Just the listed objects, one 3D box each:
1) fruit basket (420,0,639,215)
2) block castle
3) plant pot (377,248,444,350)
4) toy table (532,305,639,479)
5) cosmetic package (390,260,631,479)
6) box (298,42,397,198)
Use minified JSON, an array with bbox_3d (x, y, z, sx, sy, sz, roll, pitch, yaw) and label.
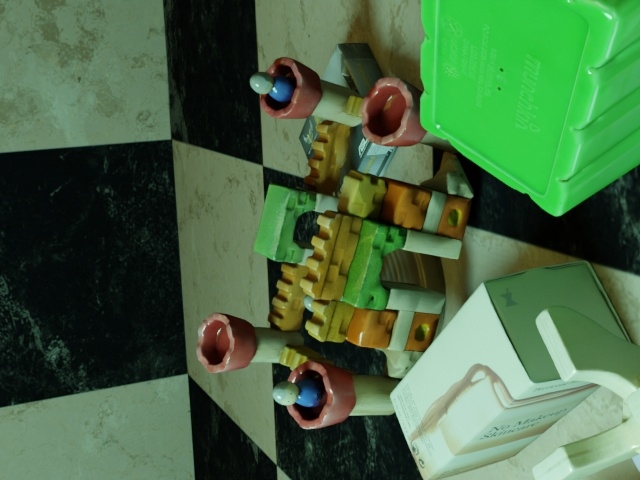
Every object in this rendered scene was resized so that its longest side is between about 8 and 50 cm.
[{"bbox_3d":[0.247,-0.261,0.817,0.283,0.392,0.392,37,137,21],"label":"fruit basket"},{"bbox_3d":[0.000,0.000,1.267,0.303,0.213,0.453,21,99,46],"label":"block castle"},{"bbox_3d":[0.081,0.069,1.431,0.237,0.110,0.237,173,90,-65],"label":"plant pot"},{"bbox_3d":[0.318,0.160,0.865,0.274,0.161,0.252,106,147,-44],"label":"toy table"},{"bbox_3d":[0.213,0.162,1.112,0.296,0.153,0.129,115,139,-53],"label":"cosmetic package"},{"bbox_3d":[0.045,-0.169,1.505,0.231,0.056,0.183,117,138,-52],"label":"box"}]
